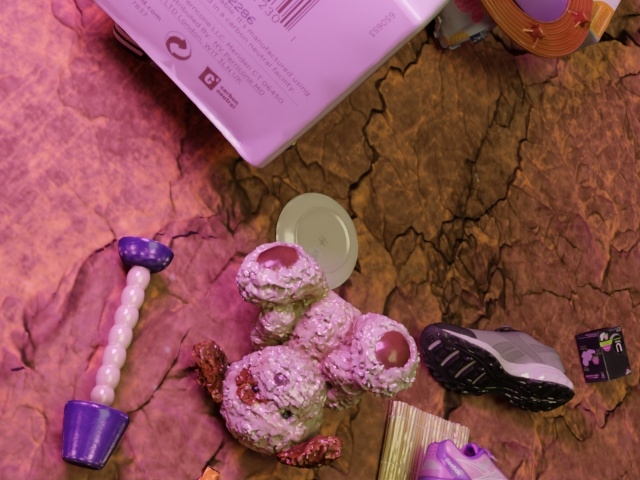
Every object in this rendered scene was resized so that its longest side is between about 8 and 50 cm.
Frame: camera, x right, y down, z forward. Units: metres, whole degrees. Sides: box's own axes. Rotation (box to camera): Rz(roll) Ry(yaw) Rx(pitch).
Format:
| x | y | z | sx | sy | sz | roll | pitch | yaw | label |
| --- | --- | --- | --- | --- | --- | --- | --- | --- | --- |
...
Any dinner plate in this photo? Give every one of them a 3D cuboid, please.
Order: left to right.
| x | y | z | sx | sy | sz | roll | pitch | yaw | label |
| --- | --- | --- | --- | --- | --- | --- | --- | --- | --- |
| 0.000 | 0.000 | 1.496 | 0.141 | 0.017 | 0.141 | 8 | 76 | -33 | dinner plate |

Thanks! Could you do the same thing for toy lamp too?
| x | y | z | sx | sy | sz | roll | pitch | yaw | label |
| --- | --- | --- | --- | --- | --- | --- | --- | --- | --- |
| -0.242 | 0.131 | 1.256 | 0.080 | 0.080 | 0.274 | 24 | 66 | -29 | toy lamp |

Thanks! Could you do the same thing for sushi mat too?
| x | y | z | sx | sy | sz | roll | pitch | yaw | label |
| --- | --- | --- | --- | --- | --- | --- | --- | --- | --- |
| 0.133 | 0.398 | 1.498 | 0.151 | 0.019 | 0.316 | 24 | 67 | -30 | sushi mat |

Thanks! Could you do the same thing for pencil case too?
| x | y | z | sx | sy | sz | roll | pitch | yaw | label |
| --- | --- | --- | --- | --- | --- | --- | --- | --- | --- |
| 0.197 | -0.440 | 1.676 | 0.273 | 0.124 | 0.113 | 64 | 23 | -7 | pencil case |

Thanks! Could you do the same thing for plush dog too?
| x | y | z | sx | sy | sz | roll | pitch | yaw | label |
| --- | --- | --- | --- | --- | --- | --- | --- | --- | --- |
| -0.035 | 0.166 | 1.360 | 0.262 | 0.210 | 0.225 | 38 | 72 | 9 | plush dog |

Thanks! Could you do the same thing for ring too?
| x | y | z | sx | sy | sz | roll | pitch | yaw | label |
| --- | --- | --- | --- | --- | --- | --- | --- | --- | --- |
| 0.337 | -0.454 | 1.694 | 0.337 | 0.032 | 0.336 | 15 | 66 | -37 | ring |

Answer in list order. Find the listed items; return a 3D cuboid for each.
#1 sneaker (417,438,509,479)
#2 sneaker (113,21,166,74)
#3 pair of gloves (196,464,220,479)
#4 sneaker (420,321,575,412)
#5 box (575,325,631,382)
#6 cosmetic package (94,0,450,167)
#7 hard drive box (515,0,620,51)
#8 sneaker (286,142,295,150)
| x | y | z | sx | sy | sz | roll | pitch | yaw | label |
| --- | --- | --- | --- | --- | --- | --- | --- | --- | --- |
| 0.233 | 0.347 | 1.518 | 0.236 | 0.095 | 0.104 | 24 | 58 | -30 | sneaker |
| -0.150 | -0.260 | 1.406 | 0.229 | 0.086 | 0.132 | 37 | 58 | -20 | sneaker |
| -0.130 | 0.332 | 1.331 | 0.083 | 0.010 | 0.074 | 43 | 58 | -21 | pair of gloves |
| 0.260 | 0.176 | 1.604 | 0.272 | 0.100 | 0.108 | 22 | 43 | -26 | sneaker |
| 0.469 | 0.189 | 1.762 | 0.062 | 0.052 | 0.083 | -8 | 85 | -35 | box |
| -0.007 | -0.367 | 1.309 | 0.329 | 0.327 | 0.393 | 47 | 44 | -6 | cosmetic package |
| 0.414 | -0.469 | 1.851 | 0.232 | 0.089 | 0.181 | 44 | 58 | -19 | hard drive box |
| -0.065 | -0.227 | 1.463 | 0.094 | 0.081 | 0.208 | -20 | 93 | -42 | sneaker |
